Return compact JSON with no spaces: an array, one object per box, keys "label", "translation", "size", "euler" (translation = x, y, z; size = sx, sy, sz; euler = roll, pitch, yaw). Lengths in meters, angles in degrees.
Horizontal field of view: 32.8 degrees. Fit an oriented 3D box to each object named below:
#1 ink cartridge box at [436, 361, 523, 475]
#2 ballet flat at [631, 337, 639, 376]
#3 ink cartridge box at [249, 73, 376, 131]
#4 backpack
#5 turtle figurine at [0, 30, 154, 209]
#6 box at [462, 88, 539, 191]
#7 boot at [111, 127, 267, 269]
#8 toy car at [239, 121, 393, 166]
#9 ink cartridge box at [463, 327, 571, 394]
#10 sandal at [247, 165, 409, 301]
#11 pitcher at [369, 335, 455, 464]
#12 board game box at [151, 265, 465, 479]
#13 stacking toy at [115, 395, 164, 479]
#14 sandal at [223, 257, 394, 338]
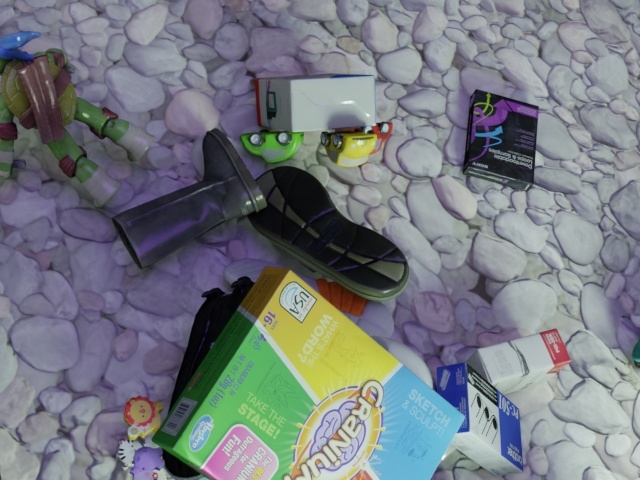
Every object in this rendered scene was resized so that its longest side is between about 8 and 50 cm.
[{"label":"ink cartridge box","translation":[0.218,0.245,1.476],"size":[0.046,0.207,0.097],"euler":[-13,59,25]},{"label":"ballet flat","translation":[0.627,0.098,1.709],"size":[0.139,0.139,0.400],"euler":[39,65,7]},{"label":"ink cartridge box","translation":[-0.017,-0.214,1.665],"size":[0.134,0.231,0.078],"euler":[-6,101,-18]},{"label":"backpack","translation":[-0.092,0.203,1.387],"size":[0.191,0.225,0.254],"euler":[30,65,-24]},{"label":"turtle figurine","translation":[-0.397,-0.170,1.571],"size":[0.266,0.274,0.198],"euler":[39,35,-16]},{"label":"box","translation":[0.300,-0.166,1.798],"size":[0.116,0.029,0.162],"euler":[14,62,-8]},{"label":"boot","translation":[-0.204,-0.063,1.588],"size":[0.208,0.076,0.190],"euler":[-28,47,-7]},{"label":"toy car","translation":[-0.011,-0.145,1.658],"size":[0.224,0.239,0.053],"euler":[-2,100,10]},{"label":"ink cartridge box","translation":[0.276,0.182,1.571],"size":[0.135,0.099,0.056],"euler":[-12,67,-21]},{"label":"sandal","translation":[0.000,0.002,1.590],"size":[0.120,0.086,0.303],"euler":[-40,62,-19]},{"label":"pitcher","translation":[0.093,0.242,1.450],"size":[0.178,0.125,0.207],"euler":[-54,126,-23]},{"label":"board game box","translation":[-0.004,0.219,1.274],"size":[0.316,0.064,0.242],"euler":[40,71,-24]},{"label":"stacking toy","translation":[-0.210,0.319,1.330],"size":[0.052,0.167,0.221],"euler":[-6,66,-16]},{"label":"sandal","translation":[-0.018,0.101,1.554],"size":[0.265,0.076,0.102],"euler":[21,32,19]}]
